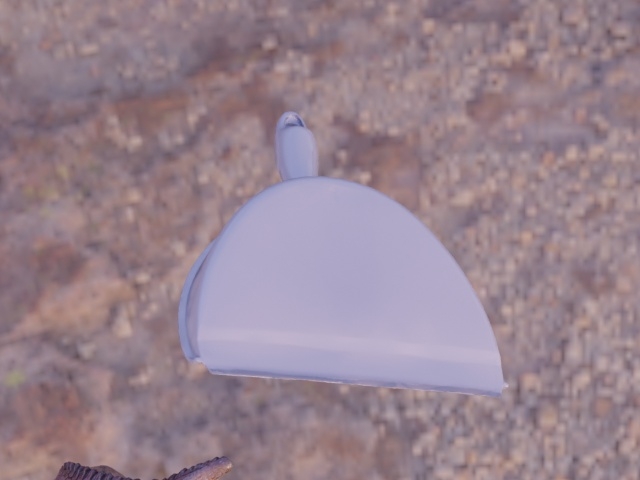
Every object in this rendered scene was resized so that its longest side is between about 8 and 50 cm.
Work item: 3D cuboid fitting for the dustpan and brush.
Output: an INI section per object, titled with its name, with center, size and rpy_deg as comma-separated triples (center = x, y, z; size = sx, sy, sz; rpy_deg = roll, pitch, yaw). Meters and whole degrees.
[dustpan and brush]
center = 0.000, 0.000, 0.951
size = 0.147, 0.060, 0.211
rpy_deg = 6, 49, -14

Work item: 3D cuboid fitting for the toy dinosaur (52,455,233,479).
[toy dinosaur]
center = -0.120, 0.188, 1.111
size = 0.127, 0.296, 0.200
rpy_deg = -10, 48, -18
